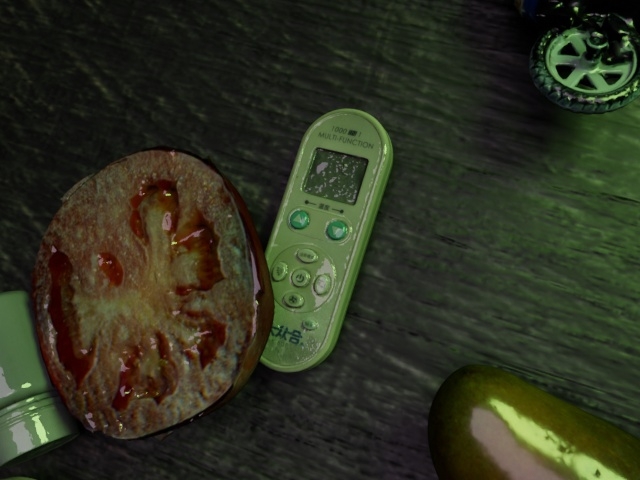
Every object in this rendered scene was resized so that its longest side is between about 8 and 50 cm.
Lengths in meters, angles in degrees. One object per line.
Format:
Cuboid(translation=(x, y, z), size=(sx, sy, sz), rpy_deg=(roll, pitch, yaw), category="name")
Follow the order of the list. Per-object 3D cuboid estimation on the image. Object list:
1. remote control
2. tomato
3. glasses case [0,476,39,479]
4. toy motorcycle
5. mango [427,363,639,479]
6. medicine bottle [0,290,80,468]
Cuboid(translation=(0.000, 0.000, 0.531), size=(0.078, 0.042, 0.221), rpy_deg=(16, 83, 19), category="remote control")
Cuboid(translation=(-0.120, 0.041, 0.508), size=(0.225, 0.085, 0.225), rpy_deg=(-5, 79, 27), category="tomato")
Cuboid(translation=(-0.158, 0.274, 0.497), size=(0.297, 0.075, 0.113), rpy_deg=(14, 85, 13), category="glasses case")
Cuboid(translation=(0.250, -0.230, 0.491), size=(0.315, 0.113, 0.169), rpy_deg=(-43, 67, -8), category="toy motorcycle")
Cuboid(translation=(0.182, 0.189, 0.430), size=(0.267, 0.111, 0.133), rpy_deg=(46, 107, 13), category="mango")
Cuboid(translation=(-0.255, 0.115, 0.539), size=(0.080, 0.080, 0.130), rpy_deg=(-26, 77, 5), category="medicine bottle")
